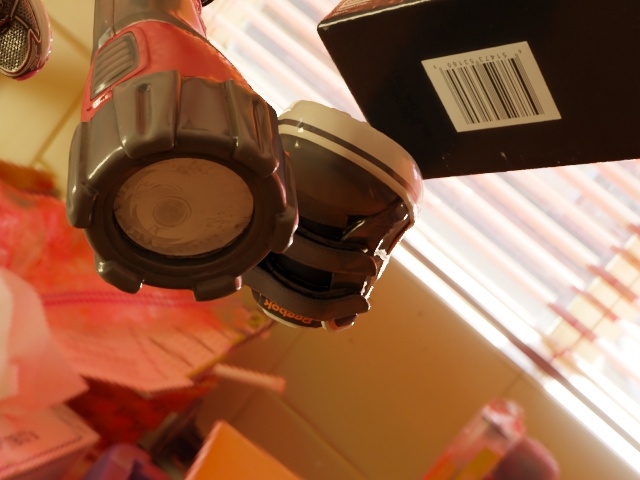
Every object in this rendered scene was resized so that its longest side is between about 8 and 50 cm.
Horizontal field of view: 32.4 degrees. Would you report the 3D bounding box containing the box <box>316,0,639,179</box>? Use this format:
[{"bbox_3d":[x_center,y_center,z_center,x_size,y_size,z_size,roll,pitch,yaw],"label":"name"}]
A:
[{"bbox_3d":[0.212,-0.213,0.940,0.296,0.294,0.183,-2,-50,43],"label":"box"}]

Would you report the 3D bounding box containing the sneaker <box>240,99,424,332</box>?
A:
[{"bbox_3d":[0.000,0.000,0.870,0.126,0.127,0.321,26,-13,7],"label":"sneaker"}]

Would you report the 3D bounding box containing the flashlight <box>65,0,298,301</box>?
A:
[{"bbox_3d":[-0.075,-0.105,0.580,0.103,0.103,0.304,5,39,-12],"label":"flashlight"}]

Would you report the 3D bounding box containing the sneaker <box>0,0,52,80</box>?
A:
[{"bbox_3d":[-0.478,-0.355,1.508,0.299,0.120,0.112,63,16,-11],"label":"sneaker"}]
